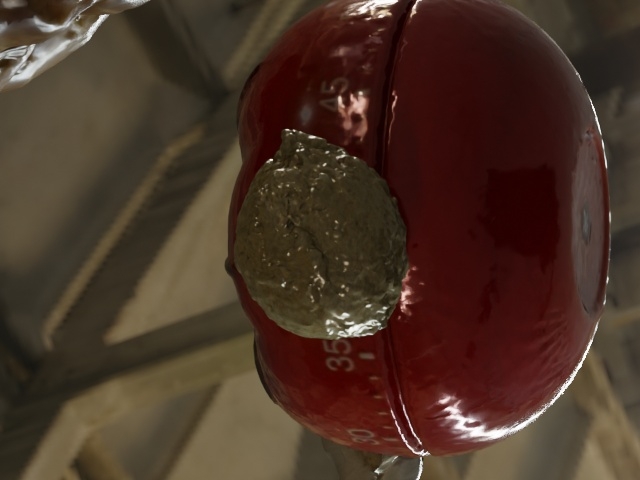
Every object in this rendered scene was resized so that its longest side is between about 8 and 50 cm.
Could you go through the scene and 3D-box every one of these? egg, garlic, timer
[{"bbox_3d":[0.000,0.000,1.202,0.118,0.116,0.140,91,159,-63],"label":"egg"},{"bbox_3d":[0.071,0.200,2.152,0.178,0.143,0.229,0,-73,-67],"label":"garlic"},{"bbox_3d":[0.083,-0.015,1.464,0.378,0.279,0.378,1,-90,-73],"label":"timer"}]

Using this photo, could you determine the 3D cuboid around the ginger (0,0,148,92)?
[{"bbox_3d":[-0.228,-0.199,1.341,0.152,0.274,0.357,56,-150,-9],"label":"ginger"}]
